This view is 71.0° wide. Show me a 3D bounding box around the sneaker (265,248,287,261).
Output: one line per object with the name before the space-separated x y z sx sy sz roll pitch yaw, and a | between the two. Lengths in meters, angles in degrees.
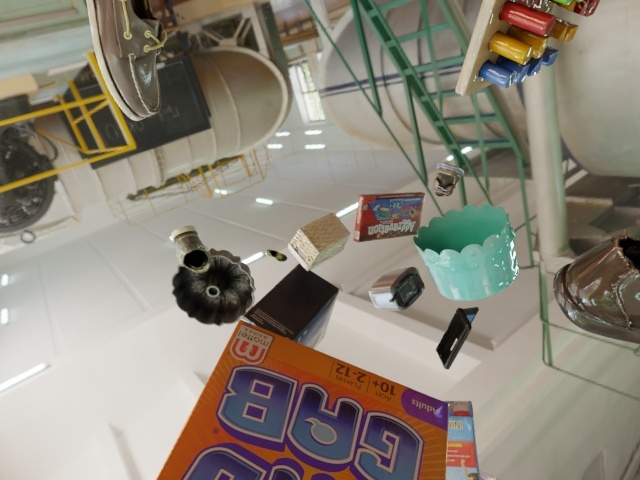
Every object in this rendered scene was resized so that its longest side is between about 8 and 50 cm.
sneaker | -0.149 0.053 1.545 0.083 0.031 0.035 20 169 -25

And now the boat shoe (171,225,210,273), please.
boat shoe | -0.431 0.056 1.530 0.109 0.091 0.305 -22 158 -13

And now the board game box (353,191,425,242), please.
board game box | 0.222 -0.077 1.420 0.281 0.145 0.027 -7 -158 -38

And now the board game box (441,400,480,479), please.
board game box | 0.208 0.532 1.034 0.308 0.301 0.086 -6 -178 18

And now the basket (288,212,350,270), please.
basket | 0.000 0.000 1.421 0.167 0.113 0.103 -29 162 -37

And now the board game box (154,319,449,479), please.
board game box | -0.054 0.415 0.675 0.356 0.356 0.356 22 -140 1

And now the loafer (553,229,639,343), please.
loafer | 0.289 0.043 0.313 0.220 0.078 0.080 6 -127 3

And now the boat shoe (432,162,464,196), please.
boat shoe | 0.319 -0.146 1.136 0.066 0.066 0.183 21 180 16

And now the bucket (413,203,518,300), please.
bucket | 0.431 0.033 1.311 0.281 0.183 0.281 -22 -159 9

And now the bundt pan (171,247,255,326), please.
bundt pan | -0.412 0.172 1.786 0.331 0.330 0.124 -14 -157 8

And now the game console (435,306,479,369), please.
game console | 0.314 0.215 0.993 0.071 0.122 0.107 16 -159 -9

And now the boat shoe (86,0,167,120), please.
boat shoe | -0.318 -0.367 0.750 0.097 0.324 0.116 -4 -155 6

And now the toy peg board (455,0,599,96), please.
toy peg board | 0.256 -0.250 0.520 0.161 0.160 0.079 -30 -124 -29

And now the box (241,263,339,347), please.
box | -0.106 0.289 1.479 0.183 0.296 0.294 30 -134 16

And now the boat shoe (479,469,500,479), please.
boat shoe | 0.393 0.618 1.122 0.228 0.080 0.076 -4 -130 57

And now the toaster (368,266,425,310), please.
toaster | 0.297 0.199 1.786 0.146 0.129 0.227 -13 -162 49
